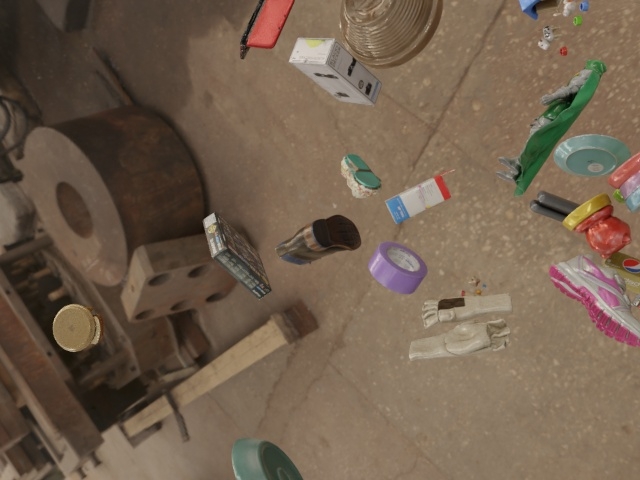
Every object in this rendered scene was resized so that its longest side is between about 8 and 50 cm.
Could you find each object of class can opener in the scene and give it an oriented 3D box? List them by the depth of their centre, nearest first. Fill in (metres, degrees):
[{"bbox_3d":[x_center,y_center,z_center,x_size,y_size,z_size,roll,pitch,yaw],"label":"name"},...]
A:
[{"bbox_3d":[0.771,-0.070,1.581,0.280,0.093,0.074,22,126,-8],"label":"can opener"}]

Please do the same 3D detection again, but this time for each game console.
[{"bbox_3d":[-0.129,-0.505,1.255,0.085,0.144,0.124,23,169,-5],"label":"game console"}]

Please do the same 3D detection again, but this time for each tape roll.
[{"bbox_3d":[0.264,0.092,1.790,0.189,0.189,0.080,39,121,20],"label":"tape roll"}]

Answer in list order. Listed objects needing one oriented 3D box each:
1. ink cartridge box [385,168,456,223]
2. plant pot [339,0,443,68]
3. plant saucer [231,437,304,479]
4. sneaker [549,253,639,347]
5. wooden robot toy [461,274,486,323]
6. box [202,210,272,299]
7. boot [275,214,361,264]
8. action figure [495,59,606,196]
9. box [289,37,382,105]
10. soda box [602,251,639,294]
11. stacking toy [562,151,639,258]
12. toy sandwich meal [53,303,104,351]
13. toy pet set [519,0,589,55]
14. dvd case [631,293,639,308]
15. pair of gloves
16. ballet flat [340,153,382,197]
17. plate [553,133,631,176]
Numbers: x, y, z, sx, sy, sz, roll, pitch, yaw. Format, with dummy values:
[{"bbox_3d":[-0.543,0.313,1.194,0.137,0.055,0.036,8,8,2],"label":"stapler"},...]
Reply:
[{"bbox_3d":[0.322,-0.139,1.639,0.231,0.134,0.078,-26,93,8],"label":"ink cartridge box"},{"bbox_3d":[0.125,-0.492,1.094,0.237,0.109,0.237,-1,88,34],"label":"plant pot"},{"bbox_3d":[-0.042,0.244,0.522,0.119,0.021,0.119,51,-177,-4],"label":"plant saucer"},{"bbox_3d":[0.645,0.123,1.174,0.252,0.111,0.103,52,175,23],"label":"sneaker"},{"bbox_3d":[0.480,0.197,1.644,0.076,0.079,0.173,6,89,9],"label":"wooden robot toy"},{"bbox_3d":[-0.232,0.042,1.467,0.220,0.051,0.175,50,-172,-42],"label":"box"},{"bbox_3d":[0.000,0.000,1.095,0.106,0.219,0.082,-23,77,28],"label":"boot"},{"bbox_3d":[0.359,-0.187,0.800,0.063,0.232,0.137,39,173,21],"label":"action figure"},{"bbox_3d":[0.056,-0.550,1.720,0.169,0.290,0.087,20,89,41],"label":"box"},{"bbox_3d":[0.799,0.093,1.304,0.181,0.061,0.058,26,145,25],"label":"soda box"},{"bbox_3d":[0.751,-0.101,1.198,0.130,0.279,0.309,60,162,22],"label":"stacking toy"},{"bbox_3d":[-0.400,0.143,0.867,0.085,0.029,0.086,-1,86,10],"label":"toy sandwich meal"},{"bbox_3d":[0.363,-0.370,0.842,0.122,0.065,0.114,64,-163,-70],"label":"toy pet set"},{"bbox_3d":[0.977,0.178,1.511,0.119,0.013,0.087,39,108,49],"label":"dvd case"},{"bbox_3d":[0.298,0.174,1.109,0.204,0.240,0.042,-12,106,27],"label":"pair of gloves"},{"bbox_3d":[0.109,-0.160,1.427,0.241,0.091,0.077,-106,26,-60],"label":"ballet flat"},{"bbox_3d":[0.734,-0.219,1.423,0.188,0.024,0.188,15,155,7],"label":"plate"}]
